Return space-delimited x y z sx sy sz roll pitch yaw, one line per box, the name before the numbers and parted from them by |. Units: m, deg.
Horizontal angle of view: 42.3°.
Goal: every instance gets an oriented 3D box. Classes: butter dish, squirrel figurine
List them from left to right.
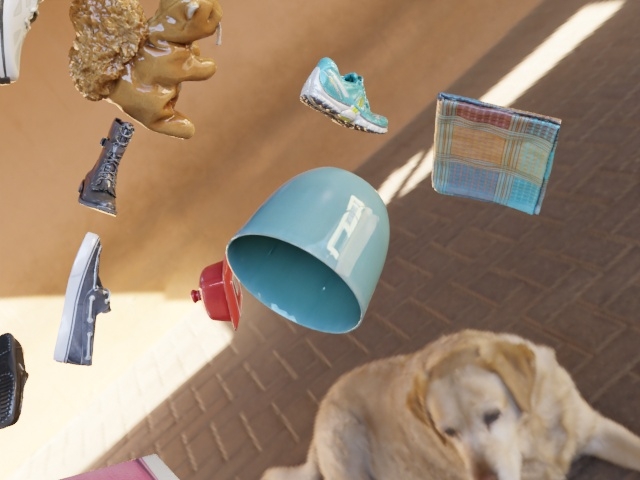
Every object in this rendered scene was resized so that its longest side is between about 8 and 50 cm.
squirrel figurine | -0.443 -0.513 2.128 0.370 0.397 0.281 -52 46 32
butter dish | -0.262 0.129 2.042 0.118 0.160 0.160 -10 27 3

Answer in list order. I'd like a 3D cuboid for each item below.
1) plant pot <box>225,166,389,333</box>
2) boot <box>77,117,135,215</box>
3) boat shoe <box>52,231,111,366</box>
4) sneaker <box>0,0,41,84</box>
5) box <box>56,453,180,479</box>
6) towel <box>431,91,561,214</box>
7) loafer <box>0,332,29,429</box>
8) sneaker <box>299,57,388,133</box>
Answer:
plant pot | 0.000 0.000 1.613 0.293 0.293 0.235 -14 37 50
boot | -0.540 -0.199 2.123 0.229 0.091 0.263 -62 33 10
boat shoe | -0.514 0.135 1.846 0.108 0.102 0.301 -159 82 -80
sneaker | -0.631 -0.572 1.879 0.257 0.447 0.169 0 13 -26
box | -0.403 0.536 1.626 0.232 0.148 0.127 -3 28 -46
towel | 0.384 -0.185 1.869 0.271 0.370 0.040 15 66 14
loafer | -0.649 0.299 1.750 0.080 0.078 0.220 -24 52 16
sneaker | 0.071 -0.305 1.800 0.107 0.275 0.110 21 89 38
